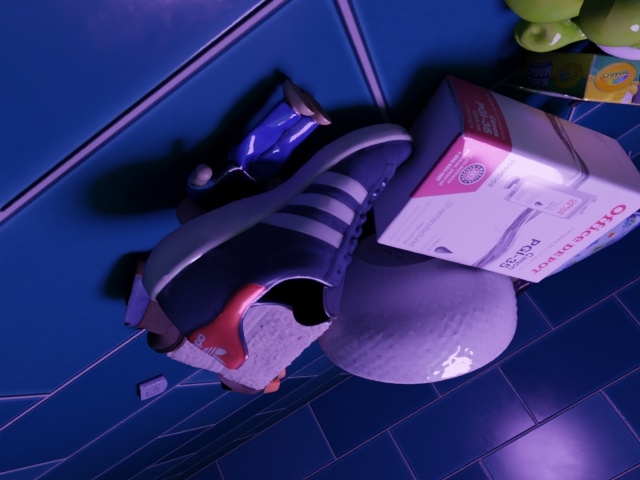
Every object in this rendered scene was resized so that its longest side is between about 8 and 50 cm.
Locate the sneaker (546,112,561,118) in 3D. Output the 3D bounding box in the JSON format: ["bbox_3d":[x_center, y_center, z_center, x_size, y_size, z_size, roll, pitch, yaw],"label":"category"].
[{"bbox_3d":[0.366,-0.182,0.800,0.043,0.040,0.109,7,134,-35],"label":"sneaker"}]

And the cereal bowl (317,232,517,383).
[{"bbox_3d":[0.141,0.070,0.751,0.338,0.339,0.141,-22,113,-22],"label":"cereal bowl"}]

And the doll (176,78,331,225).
[{"bbox_3d":[-0.074,-0.071,0.456,0.189,0.046,0.129,-39,164,19],"label":"doll"}]

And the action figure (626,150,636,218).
[{"bbox_3d":[0.386,-0.109,0.757,0.275,0.141,0.164,9,137,-2],"label":"action figure"}]

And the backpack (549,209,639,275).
[{"bbox_3d":[0.566,-0.053,1.083,0.355,0.273,0.290,-34,154,-26],"label":"backpack"}]

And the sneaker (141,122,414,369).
[{"bbox_3d":[0.000,0.000,0.488,0.350,0.148,0.131,-35,174,-26],"label":"sneaker"}]

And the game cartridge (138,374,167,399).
[{"bbox_3d":[-0.344,0.301,0.934,0.056,0.017,0.083,-13,152,-29],"label":"game cartridge"}]

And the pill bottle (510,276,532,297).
[{"bbox_3d":[0.309,0.029,0.918,0.122,0.219,0.123,-26,157,-12],"label":"pill bottle"}]

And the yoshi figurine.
[{"bbox_3d":[0.284,-0.261,0.418,0.203,0.204,0.362,3,-156,43],"label":"yoshi figurine"}]

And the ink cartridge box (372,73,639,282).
[{"bbox_3d":[0.240,-0.066,0.612,0.282,0.117,0.207,14,139,-17],"label":"ink cartridge box"}]

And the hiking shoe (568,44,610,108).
[{"bbox_3d":[0.436,-0.266,0.638,0.114,0.086,0.227,-33,159,-4],"label":"hiking shoe"}]

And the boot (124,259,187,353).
[{"bbox_3d":[-0.217,0.085,0.600,0.106,0.082,0.219,16,137,-32],"label":"boot"}]

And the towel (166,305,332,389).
[{"bbox_3d":[-0.120,0.147,0.714,0.187,0.049,0.282,26,132,-13],"label":"towel"}]

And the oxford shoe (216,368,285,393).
[{"bbox_3d":[-0.148,0.231,0.899,0.132,0.130,0.364,-8,145,-15],"label":"oxford shoe"}]

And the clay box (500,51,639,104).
[{"bbox_3d":[0.352,-0.196,0.553,0.221,0.127,0.053,1,113,-12],"label":"clay box"}]
